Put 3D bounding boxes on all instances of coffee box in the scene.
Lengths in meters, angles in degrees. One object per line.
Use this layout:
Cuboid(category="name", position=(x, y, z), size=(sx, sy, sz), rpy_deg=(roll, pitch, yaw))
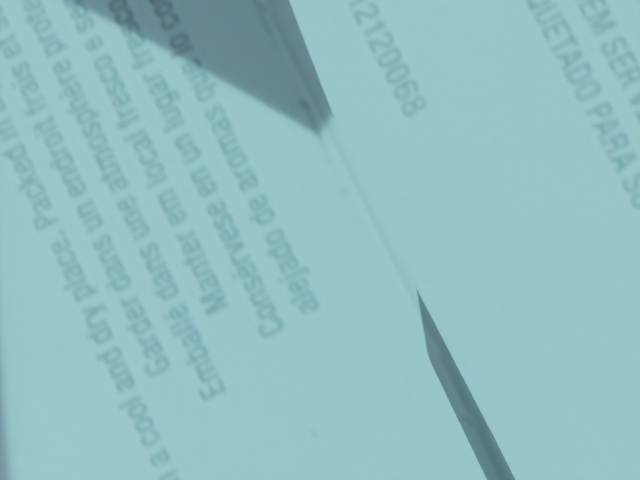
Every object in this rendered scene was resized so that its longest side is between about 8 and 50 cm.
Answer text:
Cuboid(category="coffee box", position=(0.000, 0.000, 0.542), size=(0.338, 0.334, 0.338), rpy_deg=(-26, 81, 6))
